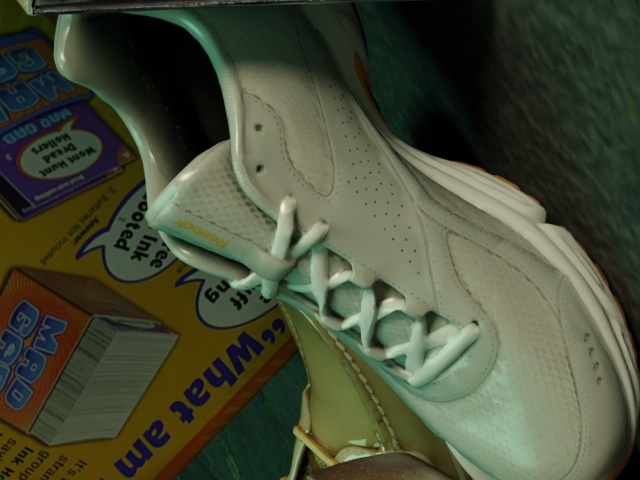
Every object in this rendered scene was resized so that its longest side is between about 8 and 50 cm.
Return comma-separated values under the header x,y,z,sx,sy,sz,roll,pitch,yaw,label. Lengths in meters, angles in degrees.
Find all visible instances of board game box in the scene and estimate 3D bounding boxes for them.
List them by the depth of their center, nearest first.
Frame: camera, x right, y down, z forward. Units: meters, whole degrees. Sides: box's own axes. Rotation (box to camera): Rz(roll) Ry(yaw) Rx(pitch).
x,y,z,sx,sy,sz,roll,pitch,yaw,label
-0.264,-0.035,0.860,0.356,0.356,0.356,40,-174,-43,board game box

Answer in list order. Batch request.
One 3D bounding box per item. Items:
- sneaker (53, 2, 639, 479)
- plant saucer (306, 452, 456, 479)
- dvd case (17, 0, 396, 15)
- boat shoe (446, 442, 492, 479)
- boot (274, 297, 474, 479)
x,y,z,sx,sy,sz,roll,pitch,yaw,label
0.000,0.000,0.583,0.262,0.121,0.099,49,126,8,sneaker
0.084,0.144,0.695,0.198,0.036,0.198,34,172,5,plant saucer
-0.065,-0.139,0.600,0.221,0.164,0.018,49,136,45,dvd case
0.059,0.034,0.678,0.184,0.066,0.063,49,-168,11,boat shoe
-0.017,0.147,0.819,0.095,0.203,0.262,43,162,54,boot
